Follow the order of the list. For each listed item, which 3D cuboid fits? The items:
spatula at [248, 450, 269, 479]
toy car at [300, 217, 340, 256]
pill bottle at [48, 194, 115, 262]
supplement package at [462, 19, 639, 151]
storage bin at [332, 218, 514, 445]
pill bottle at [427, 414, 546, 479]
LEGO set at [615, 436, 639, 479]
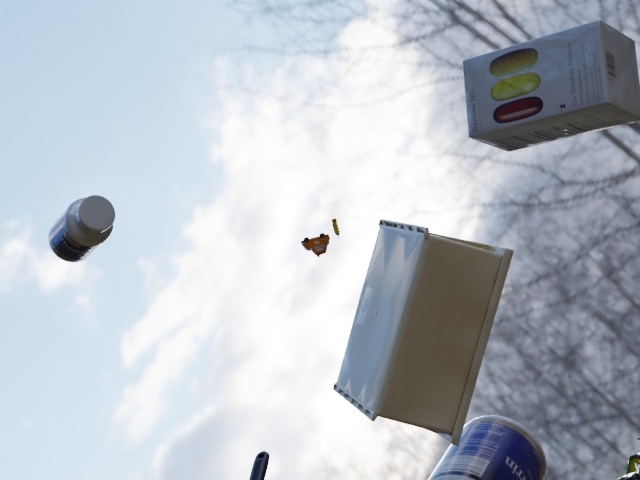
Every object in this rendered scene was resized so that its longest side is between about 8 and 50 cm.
[{"bbox_3d":[-0.135,0.483,2.147,0.296,0.084,0.030,-71,-34,-55],"label":"spatula"},{"bbox_3d":[0.000,0.000,2.259,0.060,0.040,0.122,-10,-16,-13],"label":"toy car"},{"bbox_3d":[-0.314,-0.018,1.600,0.067,0.067,0.120,-29,-2,-33],"label":"pill bottle"},{"bbox_3d":[0.365,-0.238,1.906,0.244,0.139,0.134,-13,-15,36],"label":"supplement package"},{"bbox_3d":[0.128,0.114,1.656,0.260,0.123,0.262,-163,88,-77],"label":"storage bin"},{"bbox_3d":[0.235,0.393,1.826,0.265,0.153,0.153,-43,-18,-53],"label":"pill bottle"},{"bbox_3d":[0.405,0.397,1.403,0.255,0.331,0.192,-19,-12,-5],"label":"LEGO set"}]
